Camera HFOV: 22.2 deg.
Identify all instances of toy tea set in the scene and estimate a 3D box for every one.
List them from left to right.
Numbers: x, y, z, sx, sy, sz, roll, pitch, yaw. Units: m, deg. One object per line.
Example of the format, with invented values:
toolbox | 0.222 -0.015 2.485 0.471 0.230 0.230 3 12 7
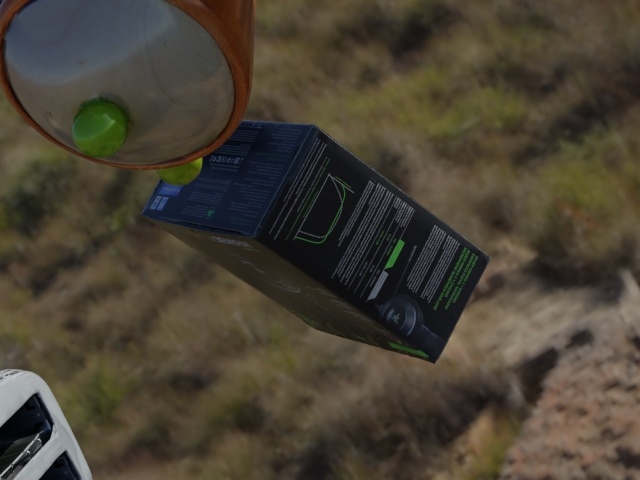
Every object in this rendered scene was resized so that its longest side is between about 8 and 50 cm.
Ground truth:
toy tea set | -0.109 -0.148 0.535 0.200 0.336 0.124 -38 29 39

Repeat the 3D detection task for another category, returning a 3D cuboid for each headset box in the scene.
headset box | 0.000 0.000 1.707 0.246 0.283 0.131 11 70 56

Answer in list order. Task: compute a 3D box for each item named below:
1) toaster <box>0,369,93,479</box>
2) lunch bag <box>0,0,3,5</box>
toaster | -0.227 0.159 0.942 0.146 0.129 0.227 -21 8 14
lunch bag | -0.280 -0.256 1.549 0.065 0.098 0.067 105 176 -63
